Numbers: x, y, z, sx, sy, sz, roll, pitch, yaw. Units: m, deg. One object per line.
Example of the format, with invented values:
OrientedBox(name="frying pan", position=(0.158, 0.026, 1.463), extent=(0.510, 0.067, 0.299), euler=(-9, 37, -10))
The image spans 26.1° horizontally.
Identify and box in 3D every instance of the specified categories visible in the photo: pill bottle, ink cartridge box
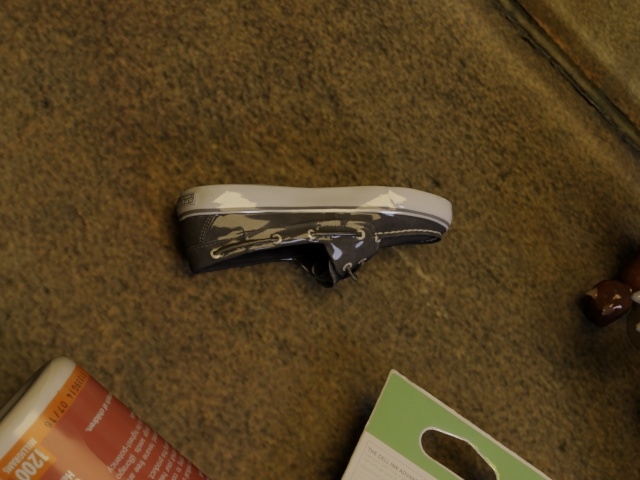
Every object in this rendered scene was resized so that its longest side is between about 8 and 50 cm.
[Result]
OrientedBox(name="pill bottle", position=(-0.130, 0.186, 0.906), extent=(0.216, 0.121, 0.121), euler=(42, 57, -8))
OrientedBox(name="ink cartridge box", position=(0.063, 0.240, 1.032), extent=(0.171, 0.056, 0.235), euler=(35, 55, -13))

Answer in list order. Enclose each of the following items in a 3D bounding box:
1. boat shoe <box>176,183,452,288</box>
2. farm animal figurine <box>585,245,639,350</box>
OrientedBox(name="boat shoe", position=(0.000, 0.000, 1.077), extent=(0.228, 0.080, 0.076), euler=(2, 76, -27))
OrientedBox(name="farm animal figurine", position=(0.342, 0.080, 1.096), extent=(0.172, 0.327, 0.330), euler=(8, 49, -39))
